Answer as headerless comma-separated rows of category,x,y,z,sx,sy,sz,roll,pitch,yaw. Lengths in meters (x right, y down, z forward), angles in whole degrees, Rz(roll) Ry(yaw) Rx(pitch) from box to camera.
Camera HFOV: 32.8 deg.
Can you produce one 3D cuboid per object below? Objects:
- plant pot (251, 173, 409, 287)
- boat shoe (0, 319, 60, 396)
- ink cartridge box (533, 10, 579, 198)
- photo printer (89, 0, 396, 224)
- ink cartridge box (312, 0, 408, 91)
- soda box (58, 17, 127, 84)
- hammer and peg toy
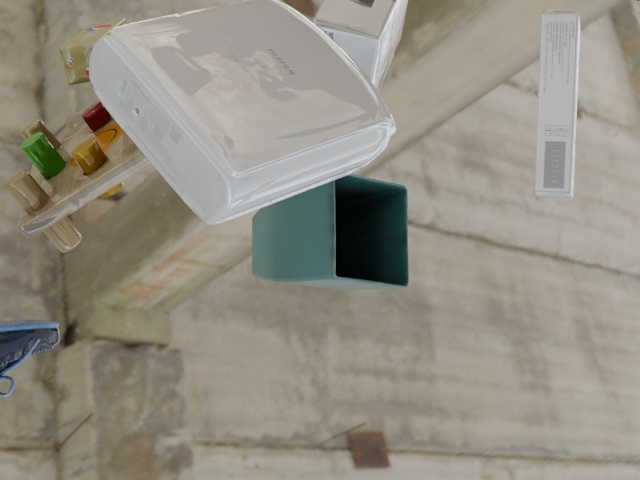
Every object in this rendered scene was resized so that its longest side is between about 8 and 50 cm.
plant pot,0.000,0.000,1.758,0.165,0.234,0.166,10,-104,-43
boat shoe,-0.437,0.150,1.307,0.258,0.109,0.089,-9,-86,-35
ink cartridge box,0.402,-0.218,1.845,0.261,0.066,0.296,-1,-87,-77
photo printer,-0.074,-0.164,1.263,0.307,0.107,0.256,-22,-117,-42
ink cartridge box,0.066,-0.350,1.820,0.114,0.197,0.273,17,-132,7
soda box,-0.333,-0.285,1.625,0.181,0.061,0.058,-81,-19,-68
hammer and peg toy,-0.303,-0.157,1.551,0.127,0.266,0.361,55,-170,-28
